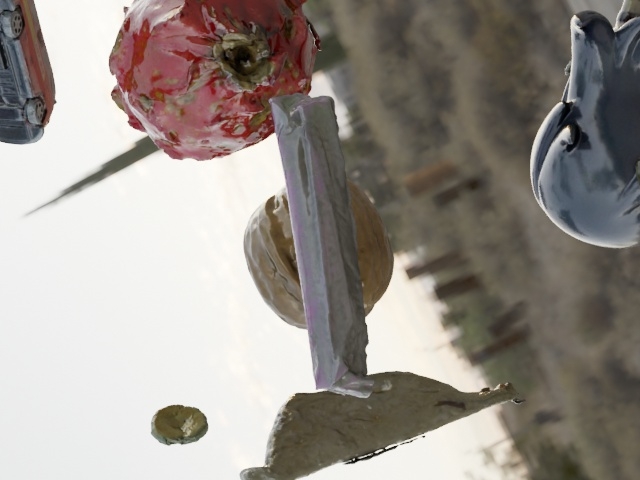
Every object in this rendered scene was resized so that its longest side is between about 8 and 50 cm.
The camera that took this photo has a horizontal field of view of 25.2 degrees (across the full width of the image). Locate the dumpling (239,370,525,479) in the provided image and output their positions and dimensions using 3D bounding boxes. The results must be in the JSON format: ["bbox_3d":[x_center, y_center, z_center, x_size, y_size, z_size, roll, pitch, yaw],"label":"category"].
[{"bbox_3d":[0.049,0.195,1.606,0.166,0.332,0.086,176,81,-71],"label":"dumpling"}]

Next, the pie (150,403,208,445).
[{"bbox_3d":[-0.200,0.262,2.031,0.084,0.084,0.020,-104,12,-54],"label":"pie"}]

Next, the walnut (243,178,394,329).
[{"bbox_3d":[0.000,0.020,1.896,0.213,0.213,0.213,60,-170,-17],"label":"walnut"}]

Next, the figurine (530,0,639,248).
[{"bbox_3d":[0.301,-0.121,1.380,0.197,0.175,0.265,-60,-21,-55],"label":"figurine"}]

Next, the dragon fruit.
[{"bbox_3d":[-0.101,-0.175,1.372,0.210,0.205,0.268,51,174,-16],"label":"dragon fruit"}]

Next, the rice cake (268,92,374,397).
[{"bbox_3d":[0.001,0.000,1.194,0.055,0.049,0.269,4,-107,-52],"label":"rice cake"}]

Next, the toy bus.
[{"bbox_3d":[-0.306,-0.180,1.389,0.077,0.079,0.174,-72,-20,-47],"label":"toy bus"}]
